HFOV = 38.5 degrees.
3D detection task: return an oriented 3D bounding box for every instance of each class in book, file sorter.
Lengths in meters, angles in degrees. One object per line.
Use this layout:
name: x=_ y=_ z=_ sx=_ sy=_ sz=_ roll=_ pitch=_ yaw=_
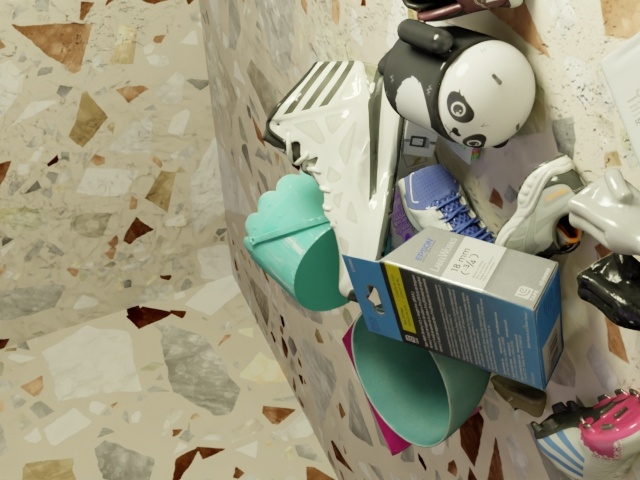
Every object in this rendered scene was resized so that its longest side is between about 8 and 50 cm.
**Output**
book: x=0.254 y=-0.217 z=1.612 sx=0.096 sy=0.035 sz=0.144 roll=55 pitch=155 yaw=38
file sorter: x=0.203 y=0.292 z=2.033 sx=0.202 sy=0.182 sz=0.291 roll=114 pitch=135 yaw=-65

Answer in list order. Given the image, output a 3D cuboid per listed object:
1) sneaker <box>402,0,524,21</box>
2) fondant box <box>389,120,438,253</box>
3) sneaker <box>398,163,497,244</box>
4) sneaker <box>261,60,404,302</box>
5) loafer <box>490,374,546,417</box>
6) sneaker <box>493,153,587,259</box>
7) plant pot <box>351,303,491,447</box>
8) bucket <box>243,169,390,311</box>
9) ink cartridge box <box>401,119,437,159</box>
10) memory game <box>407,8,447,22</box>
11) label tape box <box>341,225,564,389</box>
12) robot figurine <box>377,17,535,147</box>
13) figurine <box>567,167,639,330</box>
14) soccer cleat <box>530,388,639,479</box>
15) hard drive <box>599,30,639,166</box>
sneaker: x=0.182 y=-0.393 z=1.421 sx=0.281 sy=0.162 sz=0.107 roll=-152 pitch=47 yaw=-67
fondant box: x=0.162 y=-0.121 z=1.895 sx=0.238 sy=0.096 sz=0.330 roll=148 pitch=103 yaw=-74
sneaker: x=0.273 y=0.003 z=1.641 sx=0.316 sy=0.127 sz=0.182 roll=66 pitch=160 yaw=-2
sneaker: x=0.014 y=-0.117 z=1.710 sx=0.169 sy=0.257 sz=0.448 roll=-16 pitch=-67 yaw=-86
loafer: x=0.367 y=0.290 z=1.714 sx=0.148 sy=0.056 sz=0.050 roll=-149 pitch=51 yaw=-67
sneaker: x=0.344 y=-0.008 z=1.413 sx=0.108 sy=0.100 sz=0.272 roll=57 pitch=158 yaw=29
plant pot: x=0.225 y=0.231 z=1.807 sx=0.290 sy=0.195 sz=0.290 roll=37 pitch=139 yaw=41
bucket: x=0.000 y=0.000 z=1.923 sx=0.183 sy=0.281 sz=0.281 roll=46 pitch=151 yaw=40
ink cartridge box: x=0.186 y=-0.222 z=1.667 sx=0.180 sy=0.060 sz=0.104 roll=88 pitch=-170 yaw=-71
memory game: x=0.199 y=-0.351 z=1.681 sx=0.186 sy=0.012 sz=0.186 roll=162 pitch=90 yaw=-74
label tape box: x=0.224 y=0.098 z=1.519 sx=0.333 sy=0.106 sz=0.241 roll=17 pitch=148 yaw=28
robot figurine: x=0.207 y=-0.246 z=1.441 sx=0.278 sy=0.209 sz=0.174 roll=37 pitch=120 yaw=51
figurine: x=0.414 y=0.043 z=1.167 sx=0.209 sy=0.092 sz=0.215 roll=-123 pitch=12 yaw=-54
soccer cleat: x=0.449 y=0.316 z=1.419 sx=0.143 sy=0.116 sz=0.331 roll=55 pitch=164 yaw=4
hard drive: x=0.444 y=-0.109 z=1.073 sx=0.203 sy=0.040 sz=0.308 roll=139 pitch=113 yaw=-73
